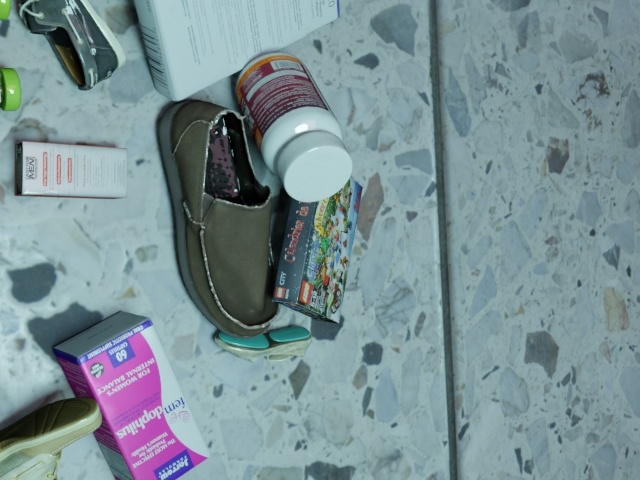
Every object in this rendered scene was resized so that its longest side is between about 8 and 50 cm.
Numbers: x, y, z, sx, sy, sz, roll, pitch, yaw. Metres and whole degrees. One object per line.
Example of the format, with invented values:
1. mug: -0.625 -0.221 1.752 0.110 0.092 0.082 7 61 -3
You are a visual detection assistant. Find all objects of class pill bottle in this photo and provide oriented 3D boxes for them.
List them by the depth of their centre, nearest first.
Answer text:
1. pill bottle: -0.039 -0.165 1.167 0.121 0.221 0.121 -14 139 -13

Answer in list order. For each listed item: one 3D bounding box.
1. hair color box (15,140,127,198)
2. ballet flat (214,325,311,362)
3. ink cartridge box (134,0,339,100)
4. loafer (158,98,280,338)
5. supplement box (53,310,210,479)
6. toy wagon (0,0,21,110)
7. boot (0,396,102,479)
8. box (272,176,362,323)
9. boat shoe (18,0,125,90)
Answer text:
1. hair color box: -0.336 -0.093 1.090 0.141 0.043 0.072 1 90 -34
2. ballet flat: -0.088 0.168 1.251 0.168 0.057 0.052 2 117 -31
3. ink cartridge box: -0.120 -0.408 1.133 0.330 0.071 0.324 -35 138 -30
4. loafer: -0.135 -0.027 1.163 0.133 0.130 0.366 -25 104 -37
5. supplement box: -0.257 0.222 1.104 0.111 0.114 0.220 -30 108 -31
6. toy wagon: -0.502 -0.199 0.966 0.267 0.068 0.345 -8 95 -33
7. boot: -0.346 0.306 1.032 0.213 0.077 0.165 -26 109 2
8. box: 0.000 0.000 1.256 0.159 0.044 0.233 33 64 -61
9. boat shoe: -0.354 -0.306 1.053 0.079 0.084 0.233 -46 116 -25
